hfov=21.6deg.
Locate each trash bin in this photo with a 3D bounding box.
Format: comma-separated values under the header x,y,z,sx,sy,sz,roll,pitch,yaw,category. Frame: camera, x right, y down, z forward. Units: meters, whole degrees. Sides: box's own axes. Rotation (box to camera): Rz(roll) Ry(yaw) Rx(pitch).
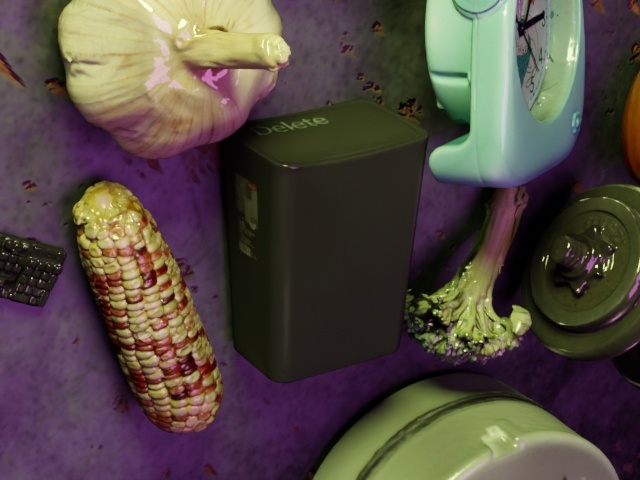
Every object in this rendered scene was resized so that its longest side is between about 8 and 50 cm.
x,y,z,sx,sy,sz,roll,pitch,yaw,category
0.000,0.000,1.561,0.165,0.115,0.225,-14,121,-31,trash bin

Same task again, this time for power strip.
x,y,z,sx,sy,sz,roll,pitch,yaw,category
0.145,0.329,1.766,0.358,0.161,0.357,-15,119,-29,power strip

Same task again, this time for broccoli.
x,y,z,sx,sy,sz,roll,pitch,yaw,category
0.159,0.032,1.688,0.118,0.122,0.204,33,73,-18,broccoli

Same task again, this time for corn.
x,y,z,sx,sy,sz,roll,pitch,yaw,category
-0.153,0.063,1.494,0.086,0.086,0.253,-30,123,-21,corn

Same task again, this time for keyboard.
x,y,z,sx,sy,sz,roll,pitch,yaw,category
-0.305,0.012,1.411,0.195,0.018,0.060,16,103,-38,keyboard

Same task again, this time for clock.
x,y,z,sx,sy,sz,roll,pitch,yaw,category
0.171,-0.194,1.554,0.223,0.094,0.274,-25,114,-61,clock

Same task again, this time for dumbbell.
x,y,z,sx,sy,sz,roll,pitch,yaw,category
0.335,0.054,1.759,0.290,0.192,0.192,25,95,-40,dumbbell

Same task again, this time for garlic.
x,y,z,sx,sy,sz,roll,pitch,yaw,category
-0.091,-0.148,1.357,0.199,0.226,0.199,-12,112,-33,garlic

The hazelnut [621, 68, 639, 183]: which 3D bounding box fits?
x,y,z,sx,sy,sz,roll,pitch,yaw,category
0.423,-0.120,1.749,0.210,0.186,0.210,-7,118,-13,hazelnut
